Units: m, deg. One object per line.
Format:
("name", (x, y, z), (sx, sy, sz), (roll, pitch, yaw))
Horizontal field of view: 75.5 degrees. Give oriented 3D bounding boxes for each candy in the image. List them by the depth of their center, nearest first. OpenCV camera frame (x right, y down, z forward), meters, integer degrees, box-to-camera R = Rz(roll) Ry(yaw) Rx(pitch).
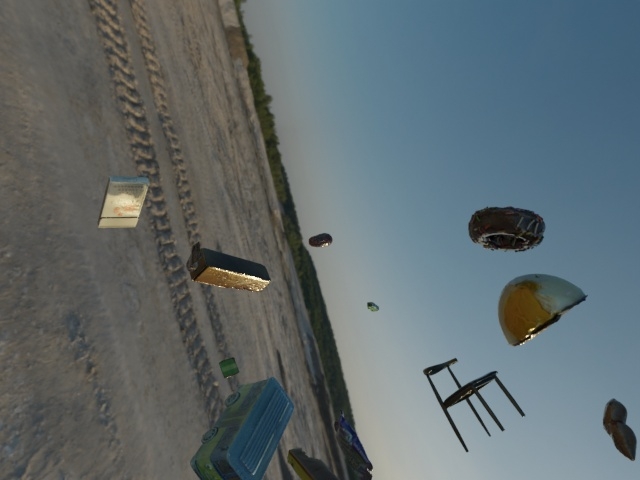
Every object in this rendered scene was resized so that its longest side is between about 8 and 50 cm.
("candy", (0.123, 0.795, 1.598), (0.275, 0.070, 0.145), (-128, -148, -46))

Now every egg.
("egg", (0.779, 0.227, 1.532), (0.201, 0.337, 0.337), (56, -10, 19))

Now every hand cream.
("hand cream", (-0.397, 0.059, 1.297), (0.163, 0.039, 0.062), (133, -41, -59))

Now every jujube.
("jujube", (0.000, 0.000, 2.146), (0.077, 0.129, 0.077), (173, -90, -66))

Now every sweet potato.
("sweet potato", (0.740, 0.469, 1.026), (0.218, 0.051, 0.065), (-38, 158, -59))

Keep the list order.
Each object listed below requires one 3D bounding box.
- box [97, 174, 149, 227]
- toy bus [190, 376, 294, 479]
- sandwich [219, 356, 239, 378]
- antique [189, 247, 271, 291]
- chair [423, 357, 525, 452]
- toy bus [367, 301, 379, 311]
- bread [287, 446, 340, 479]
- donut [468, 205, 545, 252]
("box", (-0.591, -0.112, 1.237), (0.198, 0.109, 0.029), (-53, -126, 36))
("toy bus", (-0.230, 0.590, 1.271), (0.152, 0.190, 0.312), (60, 29, -14))
("sandwich", (-0.410, 0.554, 1.765), (0.116, 0.074, 0.074), (-40, -111, 46))
("antique", (-0.328, 0.119, 1.530), (0.310, 0.093, 0.087), (21, 35, -47))
("chair", (0.471, 0.482, 1.309), (0.166, 0.188, 0.272), (-53, -126, 32))
("toy bus", (0.261, 0.331, 2.066), (0.083, 0.037, 0.031), (41, 44, -50))
("bread", (-0.004, 0.713, 1.238), (0.226, 0.088, 0.049), (32, -75, 40))
("donut", (0.669, -0.035, 1.493), (0.270, 0.269, 0.103), (88, 12, -72))
